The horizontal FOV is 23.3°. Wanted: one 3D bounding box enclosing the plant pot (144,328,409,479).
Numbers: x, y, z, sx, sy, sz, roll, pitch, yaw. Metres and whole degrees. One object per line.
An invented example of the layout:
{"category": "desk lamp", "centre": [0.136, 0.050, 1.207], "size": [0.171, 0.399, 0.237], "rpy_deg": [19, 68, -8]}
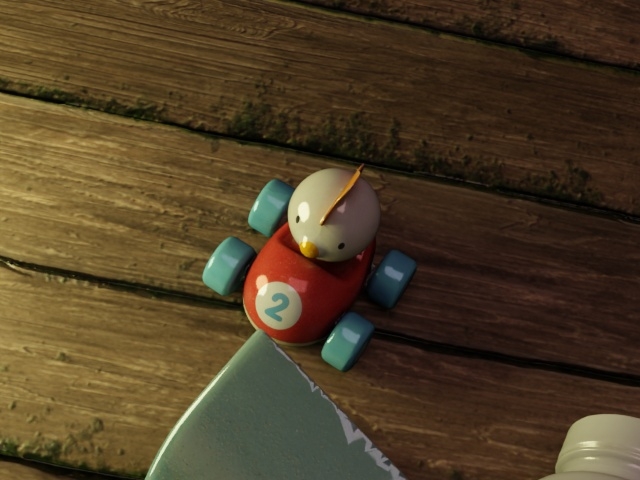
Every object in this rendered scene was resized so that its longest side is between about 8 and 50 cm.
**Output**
{"category": "plant pot", "centre": [-0.067, 0.292, 1.715], "size": [0.252, 0.248, 0.247], "rpy_deg": [-42, 74, -11]}

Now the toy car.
{"category": "toy car", "centre": [0.000, 0.000, 1.887], "size": [0.219, 0.238, 0.210], "rpy_deg": [32, 60, 9]}

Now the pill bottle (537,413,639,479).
{"category": "pill bottle", "centre": [0.296, 0.407, 1.712], "size": [0.229, 0.229, 0.408], "rpy_deg": [24, 59, 4]}
